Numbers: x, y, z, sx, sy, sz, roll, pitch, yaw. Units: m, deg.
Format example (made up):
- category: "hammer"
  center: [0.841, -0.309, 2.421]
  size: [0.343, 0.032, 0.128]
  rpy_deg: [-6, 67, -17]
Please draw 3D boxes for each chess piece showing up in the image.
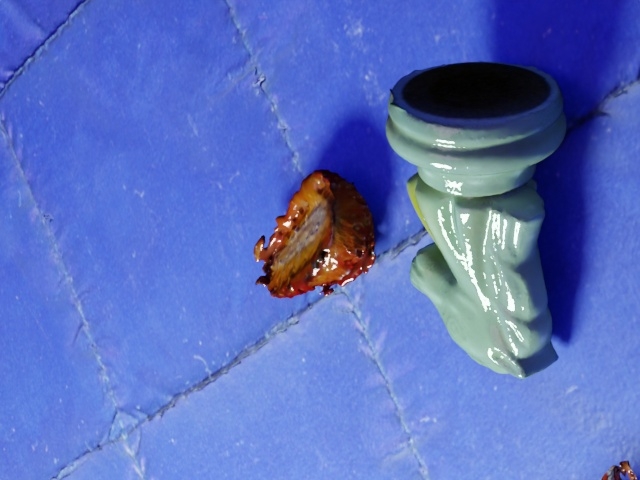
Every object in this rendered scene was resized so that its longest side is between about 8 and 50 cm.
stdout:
- category: "chess piece"
  center: [0.154, -0.013, 1.740]
  size: [0.176, 0.176, 0.298]
  rpy_deg: [22, 126, 43]

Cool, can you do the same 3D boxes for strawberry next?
- category: "strawberry"
  center: [0.000, 0.000, 1.950]
  size: [0.188, 0.082, 0.121]
  rpy_deg: [-39, 50, 54]

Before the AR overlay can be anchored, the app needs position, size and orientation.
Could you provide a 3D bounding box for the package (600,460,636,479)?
- category: "package"
  center: [0.278, 0.358, 1.700]
  size: [0.223, 0.108, 0.288]
  rpy_deg: [56, 141, 16]
